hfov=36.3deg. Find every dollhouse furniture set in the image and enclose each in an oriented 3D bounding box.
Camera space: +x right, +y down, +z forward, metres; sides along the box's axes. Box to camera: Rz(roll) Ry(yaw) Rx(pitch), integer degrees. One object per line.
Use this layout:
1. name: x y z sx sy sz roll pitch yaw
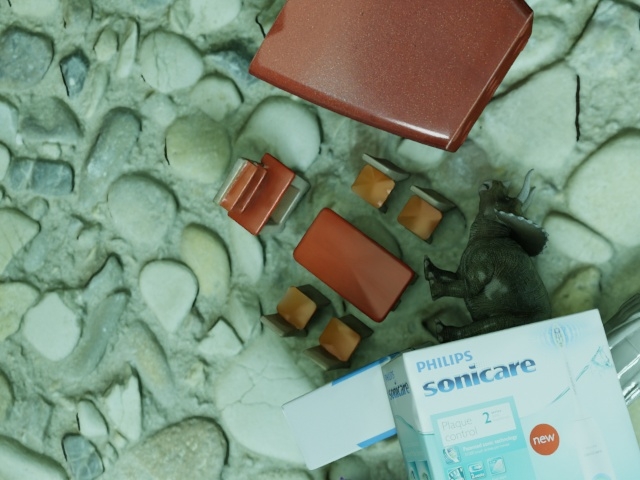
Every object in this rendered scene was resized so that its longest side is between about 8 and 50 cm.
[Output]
1. dollhouse furniture set: 0.000 0.000 1.254 0.259 0.135 0.262 36 100 19

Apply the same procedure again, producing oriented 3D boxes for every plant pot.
1. plant pot: 0.109 -0.244 1.172 0.236 0.267 0.267 33 99 8

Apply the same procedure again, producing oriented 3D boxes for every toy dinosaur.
1. toy dinosaur: 0.213 0.080 1.169 0.160 0.121 0.313 -11 91 3

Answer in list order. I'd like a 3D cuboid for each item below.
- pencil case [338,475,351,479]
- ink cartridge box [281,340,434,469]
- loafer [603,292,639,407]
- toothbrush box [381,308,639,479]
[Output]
1. pencil case: 0.109 0.341 1.224 0.206 0.088 0.086 -1 124 21
2. ink cartridge box: 0.065 0.195 1.182 0.148 0.203 0.086 -28 79 18
3. loafer: 0.370 0.135 1.124 0.319 0.112 0.111 -39 91 14
4. toothbrush box: 0.207 0.240 1.001 0.216 0.126 0.295 -11 77 -10
